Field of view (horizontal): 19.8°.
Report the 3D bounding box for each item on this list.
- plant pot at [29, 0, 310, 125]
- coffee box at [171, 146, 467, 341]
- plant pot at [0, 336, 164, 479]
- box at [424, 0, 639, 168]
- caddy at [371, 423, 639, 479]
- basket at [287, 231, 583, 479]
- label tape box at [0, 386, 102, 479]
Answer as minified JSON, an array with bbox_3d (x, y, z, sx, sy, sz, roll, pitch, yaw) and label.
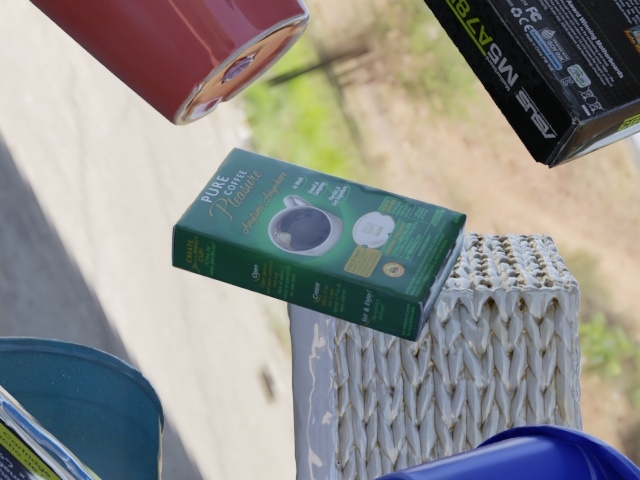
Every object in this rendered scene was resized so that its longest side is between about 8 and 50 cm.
[{"bbox_3d":[-0.159,-0.277,2.009,0.243,0.275,0.275,51,4,4],"label":"plant pot"},{"bbox_3d":[0.000,0.000,1.284,0.113,0.184,0.040,-60,162,-49],"label":"coffee box"},{"bbox_3d":[-0.243,0.255,1.430,0.271,0.272,0.255,61,14,-52],"label":"plant pot"},{"bbox_3d":[0.125,-0.142,0.818,0.190,0.184,0.045,57,-32,18],"label":"box"},{"bbox_3d":[0.117,0.283,1.202,0.241,0.179,0.341,46,-53,38],"label":"caddy"},{"bbox_3d":[0.108,0.160,1.761,0.328,0.266,0.331,-75,161,-80],"label":"basket"},{"bbox_3d":[-0.171,0.176,0.865,0.249,0.115,0.347,45,3,-9],"label":"label tape box"}]
